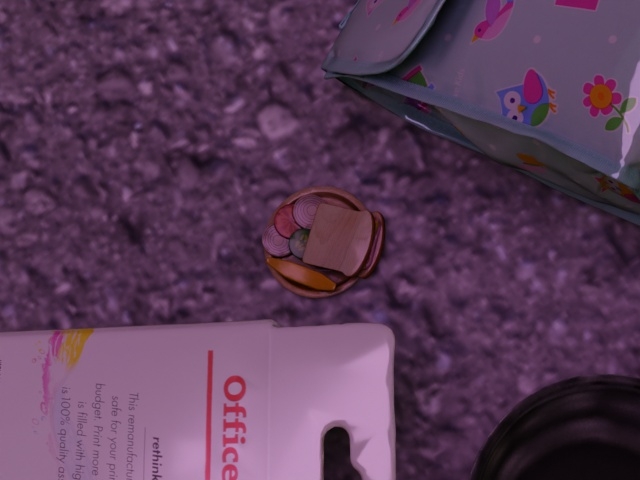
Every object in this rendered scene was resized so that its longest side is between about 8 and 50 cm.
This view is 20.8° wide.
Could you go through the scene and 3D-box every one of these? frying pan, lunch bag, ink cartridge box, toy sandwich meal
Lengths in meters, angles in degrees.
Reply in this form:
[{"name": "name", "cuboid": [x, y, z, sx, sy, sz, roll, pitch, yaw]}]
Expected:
[{"name": "frying pan", "cuboid": [0.175, 0.117, 1.052, 0.197, 0.053, 0.326, 5, 67, -12]}, {"name": "lunch bag", "cuboid": [0.145, -0.156, 1.100, 0.262, 0.160, 0.223, 27, 88, 31]}, {"name": "ink cartridge box", "cuboid": [-0.113, 0.162, 1.104, 0.353, 0.119, 0.207, -3, 76, 14]}, {"name": "toy sandwich meal", "cuboid": [0.000, 0.000, 1.162, 0.085, 0.029, 0.085, -3, 76, 13]}]
